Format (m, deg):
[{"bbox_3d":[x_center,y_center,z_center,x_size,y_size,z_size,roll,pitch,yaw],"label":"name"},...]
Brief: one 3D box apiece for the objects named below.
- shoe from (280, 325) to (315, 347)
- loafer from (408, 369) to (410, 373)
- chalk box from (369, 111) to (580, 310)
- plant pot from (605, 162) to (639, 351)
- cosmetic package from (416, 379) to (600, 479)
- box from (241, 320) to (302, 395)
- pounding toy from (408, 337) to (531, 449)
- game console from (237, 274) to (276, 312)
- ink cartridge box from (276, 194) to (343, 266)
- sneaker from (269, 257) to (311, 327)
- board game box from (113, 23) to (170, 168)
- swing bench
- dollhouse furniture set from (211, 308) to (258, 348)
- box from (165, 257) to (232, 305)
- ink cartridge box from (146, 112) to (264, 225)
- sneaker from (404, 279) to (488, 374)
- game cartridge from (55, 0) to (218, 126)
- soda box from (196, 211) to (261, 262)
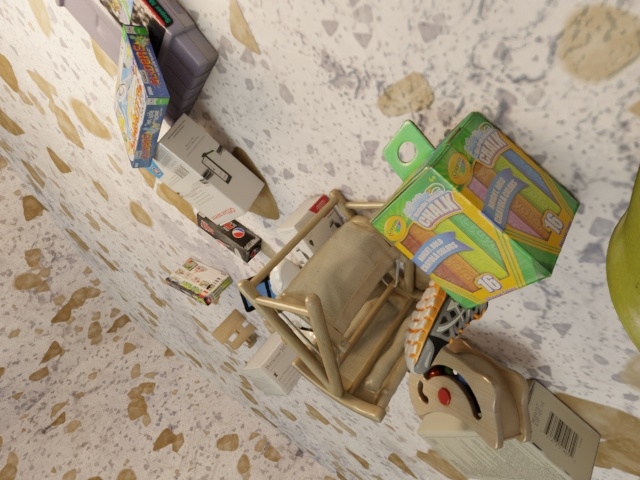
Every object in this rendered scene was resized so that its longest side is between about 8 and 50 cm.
[{"bbox_3d":[-0.019,0.248,1.035,0.219,0.077,0.058,3,90,43],"label":"shoe"},{"bbox_3d":[0.213,0.269,0.877,0.148,0.050,0.056,56,146,8],"label":"loafer"},{"bbox_3d":[0.160,-0.048,0.477,0.213,0.132,0.132,41,148,2],"label":"chalk box"},{"bbox_3d":[0.317,-0.044,0.157,0.367,0.366,0.352,27,157,24],"label":"plant pot"},{"bbox_3d":[0.354,0.390,0.806,0.160,0.113,0.309,42,149,1],"label":"cosmetic package"},{"bbox_3d":[-0.117,0.356,1.209,0.119,0.181,0.182,46,148,-6],"label":"box"},{"bbox_3d":[0.209,0.261,0.709,0.270,0.155,0.154,30,115,61],"label":"pounding toy"},{"bbox_3d":[-0.148,0.162,1.109,0.085,0.124,0.143,53,158,37],"label":"game console"},{"bbox_3d":[0.000,0.000,0.738,0.056,0.099,0.135,-8,124,50],"label":"ink cartridge box"},{"bbox_3d":[-0.026,0.124,0.941,0.115,0.090,0.232,0,138,39],"label":"sneaker"},{"bbox_3d":[-0.308,-0.232,0.680,0.201,0.035,0.136,-39,69,52],"label":"board game box"},{"bbox_3d":[0.057,0.088,0.636,0.165,0.253,0.254,5,132,45],"label":"swing bench"},{"bbox_3d":[-0.320,0.362,1.489,0.144,0.123,0.151,43,148,-1],"label":"dollhouse furniture set"},{"bbox_3d":[-0.398,0.131,1.310,0.207,0.114,0.036,18,141,34],"label":"box"},{"bbox_3d":[-0.238,-0.133,0.813,0.203,0.085,0.148,41,151,-24],"label":"ink cartridge box"},{"bbox_3d":[0.185,0.092,0.558,0.083,0.214,0.084,28,174,2],"label":"sneaker"},{"bbox_3d":[-0.342,-0.390,0.686,0.355,0.068,0.230,49,152,-11],"label":"game cartridge"},{"bbox_3d":[-0.229,-0.020,1.004,0.169,0.053,0.060,36,147,12],"label":"soda box"}]
